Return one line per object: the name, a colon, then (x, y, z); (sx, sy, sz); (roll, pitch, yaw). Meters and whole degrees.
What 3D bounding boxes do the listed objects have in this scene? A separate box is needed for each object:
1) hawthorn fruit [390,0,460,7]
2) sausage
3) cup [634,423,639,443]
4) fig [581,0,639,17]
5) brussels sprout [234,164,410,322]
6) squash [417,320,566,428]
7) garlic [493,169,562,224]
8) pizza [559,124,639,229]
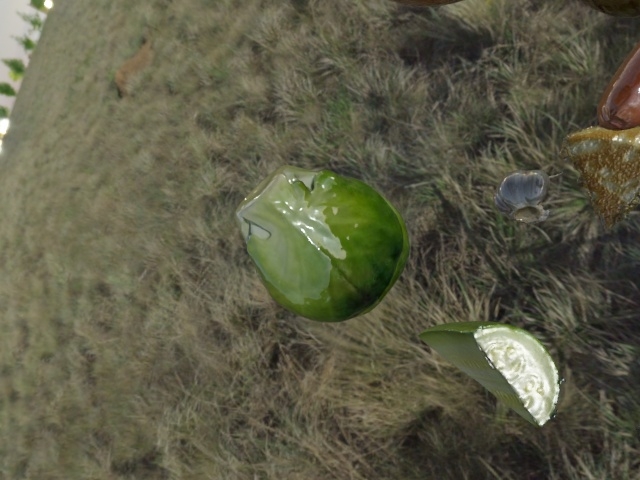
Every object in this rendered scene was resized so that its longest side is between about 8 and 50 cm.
hawthorn fruit: (0.144, -0.365, 0.401); (0.298, 0.276, 0.277); (21, 92, 58)
sausage: (0.424, -0.222, 0.588); (0.194, 0.077, 0.077); (-51, 37, 2)
cup: (0.680, 0.409, 0.727); (0.242, 0.307, 0.292); (-37, 61, 34)
fig: (0.728, -0.565, 1.056); (0.217, 0.321, 0.217); (-35, 30, 24)
brussels sprout: (0.000, 0.000, 0.685); (0.219, 0.271, 0.210); (-52, 31, 5)
squash: (0.323, 0.228, 0.902); (0.203, 0.111, 0.289); (54, 168, 9)
garlic: (0.765, -0.158, 1.664); (0.207, 0.256, 0.207); (172, 90, -76)
pizza: (0.526, -0.110, 0.838); (0.188, 0.062, 0.199); (11, 81, 27)
